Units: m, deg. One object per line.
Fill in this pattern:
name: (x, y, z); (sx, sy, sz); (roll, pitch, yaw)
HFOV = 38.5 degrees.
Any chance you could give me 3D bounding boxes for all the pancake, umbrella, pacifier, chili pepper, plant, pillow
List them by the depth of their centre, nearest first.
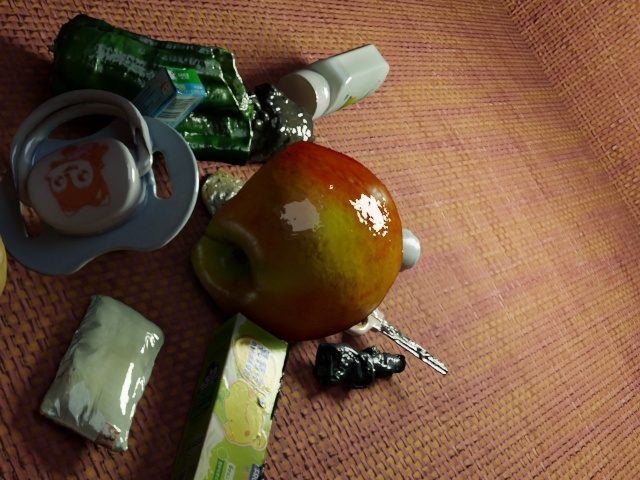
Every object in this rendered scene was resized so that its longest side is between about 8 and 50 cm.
pillow: (-0.297, 0.181, 1.278); (0.128, 0.051, 0.229); (31, 40, -17)
pacifier: (-0.317, -0.064, 1.345); (0.233, 0.300, 0.244); (72, 3, -68)
chili pepper: (-0.267, -0.232, 1.512); (0.385, 0.213, 0.167); (19, 68, -24)
umbrella: (0.083, 0.227, 1.648); (0.224, 0.071, 0.080); (8, 83, -50)
pancake: (-0.153, -0.064, 1.656); (0.152, 0.025, 0.151); (27, 45, -30)
plant: (-0.110, -0.220, 1.740); (0.195, 0.132, 0.129); (10, 57, -45)

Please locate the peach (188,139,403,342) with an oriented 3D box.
peach: (0.000, 0.000, 1.566); (0.306, 0.242, 0.380); (52, 36, 4)

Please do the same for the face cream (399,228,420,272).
face cream: (0.147, 0.017, 1.866); (0.095, 0.091, 0.091); (13, 52, -31)

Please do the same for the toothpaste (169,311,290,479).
toothpaste: (-0.133, 0.267, 1.367); (0.110, 0.077, 0.327); (34, 40, -21)

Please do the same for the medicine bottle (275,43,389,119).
medicine bottle: (0.022, -0.330, 1.950); (0.111, 0.161, 0.296); (54, 35, 4)

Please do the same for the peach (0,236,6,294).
peach: (-0.488, 0.017, 1.095); (0.235, 0.214, 0.214); (49, 32, -36)

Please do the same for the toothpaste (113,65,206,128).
toothpaste: (-0.279, -0.167, 1.397); (0.065, 0.267, 0.050); (-9, 68, -50)

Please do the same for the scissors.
scissors: (0.112, 0.156, 1.717); (0.318, 0.024, 0.160); (35, 33, -5)
